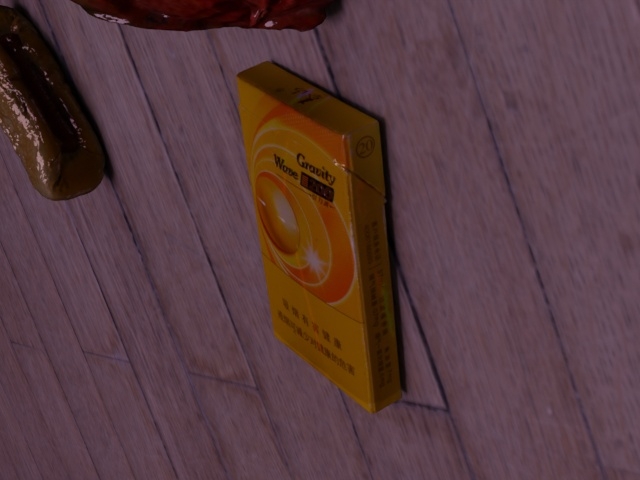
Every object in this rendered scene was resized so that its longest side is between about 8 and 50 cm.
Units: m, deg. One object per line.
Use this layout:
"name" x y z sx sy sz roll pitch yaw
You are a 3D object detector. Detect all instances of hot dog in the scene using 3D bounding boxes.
"hot dog" -0.316 -0.159 1.478 0.242 0.084 0.073 60 149 7

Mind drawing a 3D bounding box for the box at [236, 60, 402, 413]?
"box" 0.000 0.000 1.110 0.152 0.043 0.269 32 140 45

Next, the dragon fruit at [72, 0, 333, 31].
"dragon fruit" -0.120 -0.271 0.976 0.330 0.302 0.240 34 111 19
